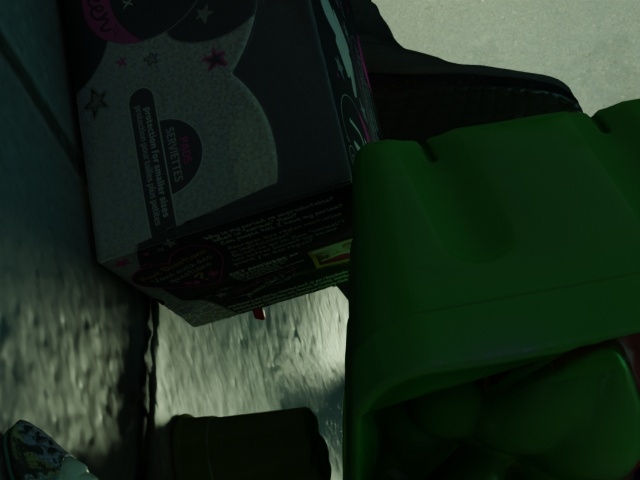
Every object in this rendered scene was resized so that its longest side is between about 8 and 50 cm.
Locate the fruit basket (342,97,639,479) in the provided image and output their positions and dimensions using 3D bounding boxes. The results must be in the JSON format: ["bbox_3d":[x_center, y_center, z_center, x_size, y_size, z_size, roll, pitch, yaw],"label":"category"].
[{"bbox_3d":[0.116,0.163,0.616,0.392,0.283,0.391,170,-90,-82],"label":"fruit basket"}]

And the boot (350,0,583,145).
[{"bbox_3d":[0.045,-0.170,0.996,0.118,0.338,0.222,108,-18,-51],"label":"boot"}]

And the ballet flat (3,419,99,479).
[{"bbox_3d":[-0.100,0.128,0.508,0.041,0.041,0.114,-30,103,-80],"label":"ballet flat"}]

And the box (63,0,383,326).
[{"bbox_3d":[-0.059,-0.095,0.749,0.142,0.163,0.247,48,27,-62],"label":"box"}]

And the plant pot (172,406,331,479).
[{"bbox_3d":[-0.037,0.136,0.721,0.083,0.079,0.083,-17,90,-81],"label":"plant pot"}]

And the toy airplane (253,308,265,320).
[{"bbox_3d":[-0.069,-0.012,0.878,0.151,0.028,0.151,168,-90,-86],"label":"toy airplane"}]

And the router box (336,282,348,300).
[{"bbox_3d":[0.046,-0.030,1.302,0.309,0.081,0.242,53,17,-40],"label":"router box"}]
